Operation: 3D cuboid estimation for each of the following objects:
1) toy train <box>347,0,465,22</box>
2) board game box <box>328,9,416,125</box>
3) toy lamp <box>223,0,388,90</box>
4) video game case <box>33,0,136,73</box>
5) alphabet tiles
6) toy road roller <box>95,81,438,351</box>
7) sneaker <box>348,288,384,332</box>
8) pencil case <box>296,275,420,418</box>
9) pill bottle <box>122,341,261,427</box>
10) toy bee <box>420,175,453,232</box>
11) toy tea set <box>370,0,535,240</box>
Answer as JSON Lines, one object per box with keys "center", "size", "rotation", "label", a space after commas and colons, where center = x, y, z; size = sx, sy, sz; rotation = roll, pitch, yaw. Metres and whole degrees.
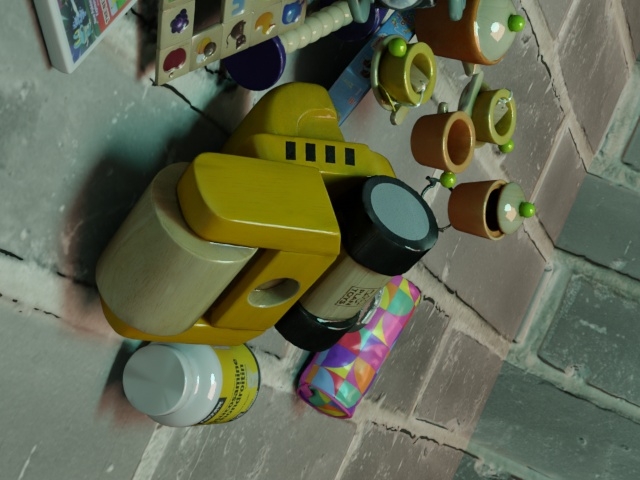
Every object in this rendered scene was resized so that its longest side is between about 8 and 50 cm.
{"center": [0.096, -0.337, 1.401], "size": [0.334, 0.142, 0.190], "rotation": [-63, 151, -65], "label": "toy train"}
{"center": [0.062, -0.212, 1.646], "size": [0.211, 0.039, 0.160], "rotation": [-53, -177, -36], "label": "board game box"}
{"center": [-0.002, -0.233, 1.496], "size": [0.274, 0.080, 0.080], "rotation": [-40, 147, -53], "label": "toy lamp"}
{"center": [-0.175, -0.263, 1.106], "size": [0.183, 0.023, 0.201], "rotation": [-55, 158, -31], "label": "video game case"}
{"center": [-0.059, -0.265, 1.279], "size": [0.237, 0.009, 0.198], "rotation": [-30, 143, -39], "label": "alphabet tiles"}
{"center": [-0.068, -0.037, 1.388], "size": [0.329, 0.241, 0.202], "rotation": [4, 143, -37], "label": "toy road roller"}
{"center": [0.047, 0.004, 1.894], "size": [0.132, 0.086, 0.229], "rotation": [57, 48, -61], "label": "sneaker"}
{"center": [0.054, 0.146, 2.027], "size": [0.236, 0.104, 0.104], "rotation": [-61, 159, -23], "label": "pencil case"}
{"center": [-0.142, 0.153, 1.514], "size": [0.103, 0.103, 0.184], "rotation": [-68, 160, 3], "label": "pill bottle"}
{"center": [0.000, 0.000, 1.675], "size": [0.298, 0.162, 0.195], "rotation": [9, 88, -38], "label": "toy bee"}
{"center": [0.191, -0.149, 1.607], "size": [0.200, 0.124, 0.336], "rotation": [-60, 138, -29], "label": "toy tea set"}
